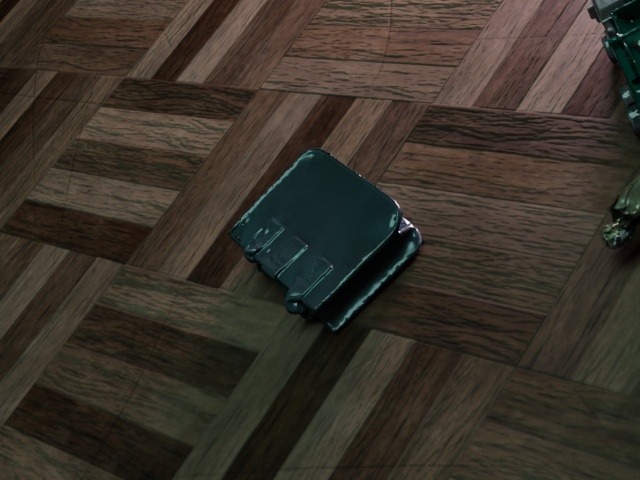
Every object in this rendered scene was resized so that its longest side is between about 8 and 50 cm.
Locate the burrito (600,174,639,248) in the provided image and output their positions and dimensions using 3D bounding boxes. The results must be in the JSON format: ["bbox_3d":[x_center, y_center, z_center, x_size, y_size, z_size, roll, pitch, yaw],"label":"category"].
[{"bbox_3d":[0.379,-0.063,1.289,0.229,0.063,0.058,-29,28,8],"label":"burrito"}]

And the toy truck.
[{"bbox_3d":[0.362,-0.217,1.418,0.110,0.116,0.216,-25,39,16],"label":"toy truck"}]

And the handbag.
[{"bbox_3d":[0.000,0.000,1.536,0.179,0.062,0.229,-46,38,-6],"label":"handbag"}]
